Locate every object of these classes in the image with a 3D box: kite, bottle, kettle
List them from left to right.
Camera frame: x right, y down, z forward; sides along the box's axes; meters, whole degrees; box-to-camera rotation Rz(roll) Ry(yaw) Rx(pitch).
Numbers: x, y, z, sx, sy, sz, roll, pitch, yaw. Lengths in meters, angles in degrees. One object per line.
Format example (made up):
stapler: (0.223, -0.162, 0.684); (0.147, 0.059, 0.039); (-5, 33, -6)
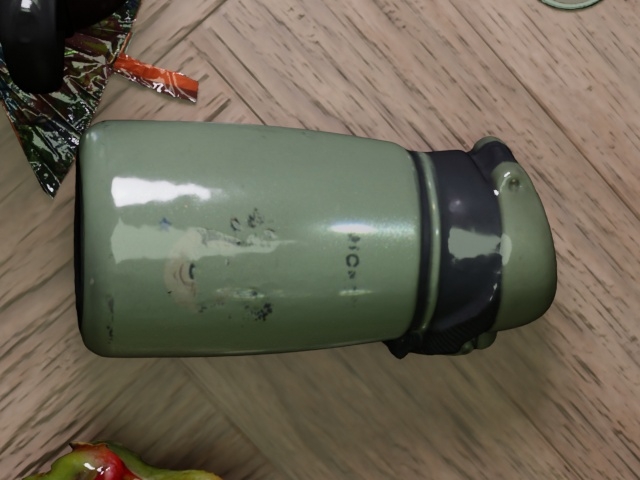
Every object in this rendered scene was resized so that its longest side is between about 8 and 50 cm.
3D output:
kettle: (-0.191, -0.198, 1.122); (0.144, 0.232, 0.202); (6, 90, -4)
kite: (-0.176, -0.147, 1.247); (0.189, 0.009, 0.232); (22, 92, -7)
bottle: (0.000, 0.002, 1.204); (0.347, 0.168, 0.168); (1, 95, -11)

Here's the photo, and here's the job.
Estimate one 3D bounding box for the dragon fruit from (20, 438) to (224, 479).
dragon fruit: (-0.146, 0.273, 1.182); (0.303, 0.237, 0.231); (-30, 118, -13)

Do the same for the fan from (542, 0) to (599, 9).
fan: (0.184, -0.240, 1.277); (0.085, 0.005, 0.133); (-13, 97, -4)
